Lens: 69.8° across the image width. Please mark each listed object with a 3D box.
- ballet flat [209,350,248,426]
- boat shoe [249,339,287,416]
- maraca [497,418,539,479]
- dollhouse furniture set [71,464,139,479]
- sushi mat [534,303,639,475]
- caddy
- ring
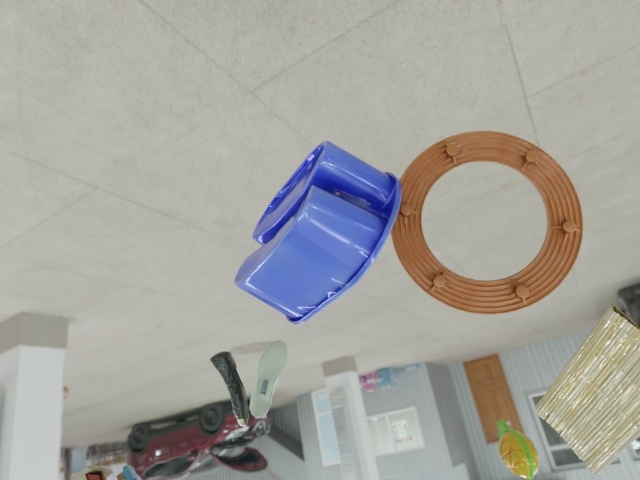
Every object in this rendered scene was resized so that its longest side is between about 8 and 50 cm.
[{"bbox_3d":[-0.202,0.335,1.039,0.049,0.173,0.057,-19,173,-1],"label":"ballet flat"},{"bbox_3d":[-0.161,0.405,1.369,0.079,0.228,0.081,19,171,-10],"label":"boat shoe"},{"bbox_3d":[0.565,0.606,1.337,0.099,0.127,0.186,-6,-164,-7],"label":"maraca"},{"bbox_3d":[-0.330,0.442,0.774,0.129,0.184,0.129,-34,149,-12],"label":"dollhouse furniture set"},{"bbox_3d":[0.494,0.271,0.801,0.019,0.151,0.317,-16,134,-27],"label":"sushi mat"},{"bbox_3d":[0.000,0.000,0.791,0.179,0.241,0.341,29,138,-17],"label":"caddy"},{"bbox_3d":[0.292,-0.039,0.815,0.336,0.337,0.032,-13,170,5],"label":"ring"}]
